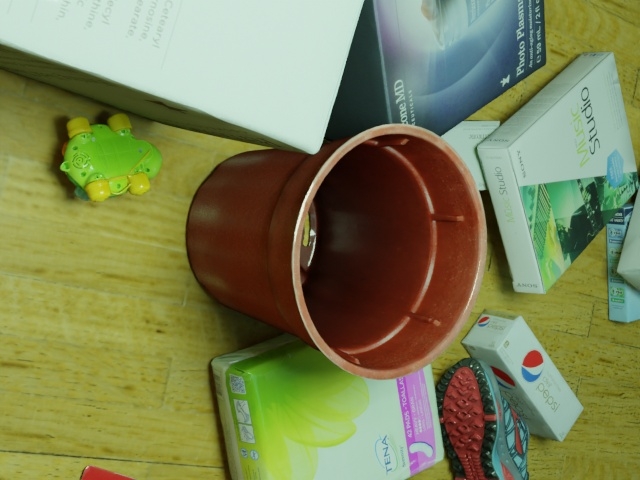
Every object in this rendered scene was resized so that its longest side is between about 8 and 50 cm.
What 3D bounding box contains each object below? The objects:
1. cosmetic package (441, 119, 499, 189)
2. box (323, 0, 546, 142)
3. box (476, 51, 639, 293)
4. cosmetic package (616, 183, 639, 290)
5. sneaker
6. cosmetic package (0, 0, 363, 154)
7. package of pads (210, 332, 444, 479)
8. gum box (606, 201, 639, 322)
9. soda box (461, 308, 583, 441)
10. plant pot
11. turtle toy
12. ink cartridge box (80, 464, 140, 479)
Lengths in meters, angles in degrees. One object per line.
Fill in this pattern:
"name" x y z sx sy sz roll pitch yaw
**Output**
"cosmetic package" 0.138 -0.111 1.570 0.239 0.060 0.099 -6 100 -38
"box" 0.112 -0.294 1.408 0.294 0.183 0.296 -35 132 -29
"box" 0.352 -0.103 1.699 0.322 0.058 0.232 -40 122 -38
"cosmetic package" 0.627 -0.106 1.773 0.097 0.284 0.377 33 66 -29
"sneaker" 0.238 0.272 1.687 0.125 0.104 0.262 -38 122 -48
"cosmetic package" -0.193 -0.302 1.102 0.393 0.329 0.327 16 90 -38
"package of pads" 0.015 0.221 1.486 0.296 0.101 0.229 -17 104 -35
"gum box" 0.527 0.027 1.903 0.157 0.041 0.184 -10 100 -37
"soda box" 0.296 0.197 1.720 0.069 0.074 0.216 -51 123 -22
"plant pot" 0.000 0.000 1.344 0.272 0.265 0.272 -6 99 -37
"turtle toy" -0.226 -0.085 1.282 0.130 0.066 0.095 -11 78 -39
"ink cartridge box" -0.237 0.384 1.320 0.134 0.078 0.231 28 78 -37
